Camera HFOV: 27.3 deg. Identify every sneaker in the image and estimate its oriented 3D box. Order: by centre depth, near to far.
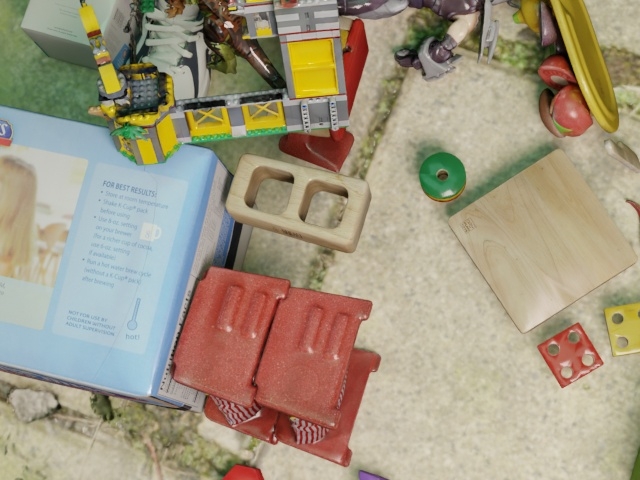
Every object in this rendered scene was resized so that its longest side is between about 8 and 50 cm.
[{"bbox_3d":[-0.147,-0.220,1.305,0.094,0.153,0.235,27,83,13],"label":"sneaker"}]

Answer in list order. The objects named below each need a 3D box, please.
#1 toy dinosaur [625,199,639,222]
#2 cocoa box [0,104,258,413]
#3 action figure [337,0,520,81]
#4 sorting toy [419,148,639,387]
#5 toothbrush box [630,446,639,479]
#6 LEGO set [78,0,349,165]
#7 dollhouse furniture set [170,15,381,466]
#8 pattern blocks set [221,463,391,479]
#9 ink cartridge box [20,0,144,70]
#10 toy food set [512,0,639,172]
[{"bbox_3d":[0.326,0.015,1.274,0.090,0.047,0.082,25,92,44],"label":"toy dinosaur"},{"bbox_3d":[-0.265,0.011,1.237,0.347,0.228,0.231,12,81,9],"label":"cocoa box"},{"bbox_3d":[0.073,-0.257,1.318,0.285,0.099,0.185,1,72,-4],"label":"action figure"},{"bbox_3d":[0.218,0.011,1.272,0.132,0.046,0.274,-33,77,0],"label":"sorting toy"},{"bbox_3d":[0.422,0.124,1.189,0.206,0.122,0.283,17,83,9],"label":"toothbrush box"},{"bbox_3d":[-0.087,-0.237,1.100,0.255,0.192,0.331,2,59,6],"label":"LEGO set"},{"bbox_3d":[0.000,0.000,1.231,0.152,0.201,0.374,14,75,10],"label":"dollhouse furniture set"},{"bbox_3d":[0.020,0.377,1.224,0.285,0.026,0.325,1,79,15],"label":"pattern blocks set"},{"bbox_3d":[-0.231,-0.257,1.354,0.090,0.092,0.143,16,80,10],"label":"ink cartridge box"},{"bbox_3d":[0.233,-0.160,1.273,0.071,0.128,0.218,-20,82,24],"label":"toy food set"}]
